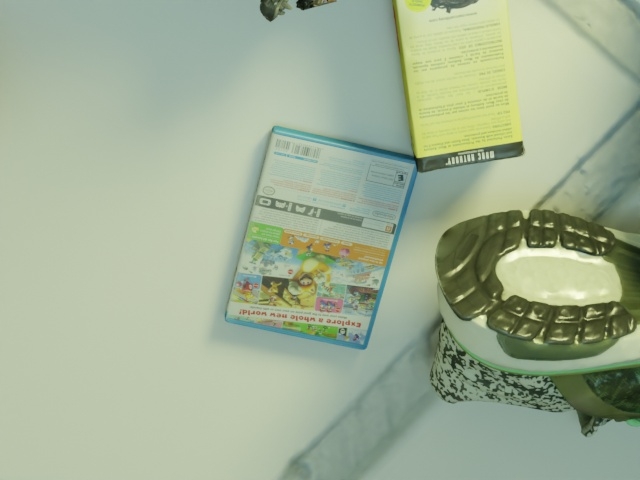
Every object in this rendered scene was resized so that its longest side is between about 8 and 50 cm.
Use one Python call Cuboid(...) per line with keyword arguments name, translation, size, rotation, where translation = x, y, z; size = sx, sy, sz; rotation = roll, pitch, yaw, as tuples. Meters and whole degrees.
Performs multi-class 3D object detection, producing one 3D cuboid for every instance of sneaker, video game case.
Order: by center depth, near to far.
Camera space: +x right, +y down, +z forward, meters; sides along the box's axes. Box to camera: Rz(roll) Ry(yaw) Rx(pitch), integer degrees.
Cuboid(name="video game case", translation=(0.000, 0.000, 1.337), size=(0.119, 0.015, 0.166), rotation=(12, 110, -9))
Cuboid(name="sneaker", translation=(0.269, 0.088, 1.352), size=(0.410, 0.158, 0.182), rotation=(10, 141, -9))

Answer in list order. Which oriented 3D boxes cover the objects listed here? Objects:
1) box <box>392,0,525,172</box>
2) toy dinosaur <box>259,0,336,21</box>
Cuboid(name="box", translation=(0.095, -0.171, 1.254), size=(0.087, 0.058, 0.232), rotation=(-10, 112, 0))
Cuboid(name="toy dinosaur", translation=(-0.084, -0.307, 1.160), size=(0.218, 0.164, 0.322), rotation=(-21, 82, -19))
